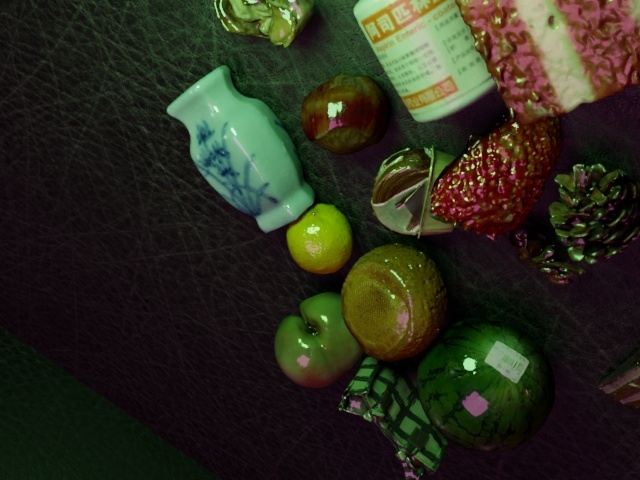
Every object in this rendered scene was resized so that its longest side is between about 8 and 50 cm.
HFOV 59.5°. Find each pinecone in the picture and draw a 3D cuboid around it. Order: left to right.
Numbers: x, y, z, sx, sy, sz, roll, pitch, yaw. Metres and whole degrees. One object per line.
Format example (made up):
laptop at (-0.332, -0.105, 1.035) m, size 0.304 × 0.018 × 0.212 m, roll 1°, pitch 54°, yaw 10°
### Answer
pinecone at (0.551, -0.057, 1.121) m, size 0.179 × 0.184 × 0.205 m, roll -19°, pitch 155°, yaw 32°

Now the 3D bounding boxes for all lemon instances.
lemon at (0.000, 0.000, 1.489) m, size 0.178 × 0.178 × 0.203 m, roll 8°, pitch 133°, yaw 24°

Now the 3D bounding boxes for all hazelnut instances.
hazelnut at (0.060, -0.281, 1.273) m, size 0.202 × 0.160 × 0.170 m, roll -10°, pitch 141°, yaw -9°

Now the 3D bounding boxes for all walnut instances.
walnut at (-0.125, -0.524, 1.187) m, size 0.238 × 0.141 × 0.204 m, roll 49°, pitch 143°, yaw -15°

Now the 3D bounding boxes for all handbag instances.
handbag at (0.232, 0.456, 1.575) m, size 0.325 × 0.327 × 0.162 m, roll 46°, pitch 120°, yaw 1°

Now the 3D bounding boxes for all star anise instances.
star anise at (0.488, 0.032, 1.233) m, size 0.177 × 0.073 × 0.234 m, roll 42°, pitch 179°, yaw 19°

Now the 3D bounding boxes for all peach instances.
peach at (0.006, 0.294, 1.635) m, size 0.247 × 0.292 × 0.292 m, roll 28°, pitch 135°, yaw 31°

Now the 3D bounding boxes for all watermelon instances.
watermelon at (0.413, 0.366, 1.432) m, size 0.363 × 0.363 × 0.363 m, roll 15°, pitch 130°, yaw 19°

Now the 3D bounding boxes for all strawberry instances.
strawberry at (0.375, -0.126, 1.147) m, size 0.234 × 0.137 × 0.306 m, roll 14°, pitch 128°, yaw -22°

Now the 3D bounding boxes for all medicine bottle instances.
medicine bottle at (0.181, -0.426, 1.041) m, size 0.211 × 0.211 × 0.371 m, roll -20°, pitch 113°, yaw 38°

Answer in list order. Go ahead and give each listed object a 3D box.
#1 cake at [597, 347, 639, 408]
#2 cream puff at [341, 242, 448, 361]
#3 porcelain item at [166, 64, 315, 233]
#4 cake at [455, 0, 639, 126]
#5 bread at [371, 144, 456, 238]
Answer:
cake at (0.805, 0.324, 1.366) m, size 0.116 × 0.113 × 0.295 m, roll 33°, pitch 145°, yaw 11°
cream puff at (0.202, 0.153, 1.454) m, size 0.303 × 0.212 × 0.302 m, roll 15°, pitch 110°, yaw 47°
porcelain item at (-0.195, -0.221, 1.424) m, size 0.243 × 0.178 × 0.405 m, roll -23°, pitch 110°, yaw 39°
cake at (0.428, -0.387, 0.894) m, size 0.320 × 0.270 × 0.269 m, roll -20°, pitch 113°, yaw 37°
bread at (0.226, -0.107, 1.303) m, size 0.212 × 0.142 × 0.224 m, roll 5°, pitch 129°, yaw 4°
